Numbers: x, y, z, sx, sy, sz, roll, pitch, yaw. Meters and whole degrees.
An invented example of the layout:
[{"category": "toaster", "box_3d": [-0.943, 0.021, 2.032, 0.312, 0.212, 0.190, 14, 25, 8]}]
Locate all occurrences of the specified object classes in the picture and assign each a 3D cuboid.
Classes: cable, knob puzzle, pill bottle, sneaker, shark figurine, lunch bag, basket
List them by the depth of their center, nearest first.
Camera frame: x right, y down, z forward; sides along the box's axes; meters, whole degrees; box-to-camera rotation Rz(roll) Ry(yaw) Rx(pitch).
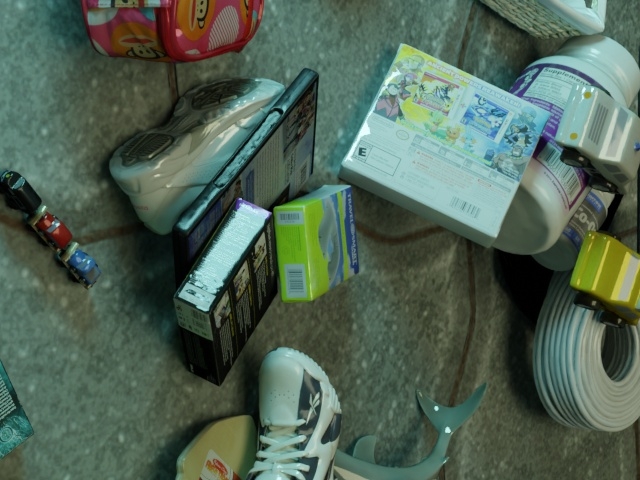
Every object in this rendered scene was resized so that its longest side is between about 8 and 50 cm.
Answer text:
[{"category": "lunch bag", "box_3d": [-0.135, -0.327, 1.409, 0.258, 0.120, 0.293, -33, 126, -65]}, {"category": "sneaker", "box_3d": [-0.121, -0.089, 1.508, 0.232, 0.090, 0.115, -38, 129, -31]}, {"category": "knob puzzle", "box_3d": [-0.116, 0.280, 1.569, 0.213, 0.030, 0.213, -4, 95, -61]}, {"category": "sneaker", "box_3d": [-0.042, 0.249, 1.571, 0.153, 0.094, 0.235, -52, 146, -60]}, {"category": "shark figurine", "box_3d": [0.112, 0.278, 1.733, 0.278, 0.116, 0.166, -15, 86, -41]}, {"category": "pill bottle", "box_3d": [0.305, -0.137, 1.888, 0.301, 0.169, 0.169, -51, 127, -31]}, {"category": "basket", "box_3d": [0.293, -0.344, 1.892, 0.167, 0.103, 0.113, 22, 68, -42]}, {"category": "pill bottle", "box_3d": [0.343, -0.030, 1.945, 0.137, 0.078, 0.078, -52, 128, -31]}, {"category": "cable", "box_3d": [0.398, 0.143, 2.010, 0.257, 0.089, 0.257, 43, 64, -41]}]

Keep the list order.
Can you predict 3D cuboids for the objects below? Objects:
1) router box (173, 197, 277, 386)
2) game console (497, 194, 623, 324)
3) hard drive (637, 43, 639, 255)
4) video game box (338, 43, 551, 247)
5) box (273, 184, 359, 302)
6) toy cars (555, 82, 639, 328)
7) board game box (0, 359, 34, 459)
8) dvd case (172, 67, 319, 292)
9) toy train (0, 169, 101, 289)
[{"category": "router box", "box_3d": [-0.096, 0.058, 1.498, 0.133, 0.046, 0.179, -59, 165, -26]}, {"category": "game console", "box_3d": [0.370, -0.041, 2.057, 0.213, 0.044, 0.361, 50, 58, -37]}, {"category": "hard drive", "box_3d": [0.474, -0.129, 2.032, 0.203, 0.040, 0.308, -9, 99, -79]}, {"category": "video game box", "box_3d": [0.150, -0.116, 1.722, 0.187, 0.205, 0.048, -63, 177, -20]}, {"category": "box", "box_3d": [0.000, 0.000, 1.617, 0.178, 0.042, 0.109, -28, 115, -67]}, {"category": "toy cars", "box_3d": [0.384, -0.032, 1.809, 0.176, 0.087, 0.394, -41, 131, -39]}, {"category": "board game box", "box_3d": [-0.359, 0.179, 1.305, 0.186, 0.026, 0.126, -39, 121, -38]}, {"category": "dvd case", "box_3d": [-0.077, -0.046, 1.523, 0.253, 0.022, 0.180, -53, 162, -30]}, {"category": "toy train", "box_3d": [-0.261, -0.009, 1.386, 0.027, 0.036, 0.158, -56, 130, -28]}]
